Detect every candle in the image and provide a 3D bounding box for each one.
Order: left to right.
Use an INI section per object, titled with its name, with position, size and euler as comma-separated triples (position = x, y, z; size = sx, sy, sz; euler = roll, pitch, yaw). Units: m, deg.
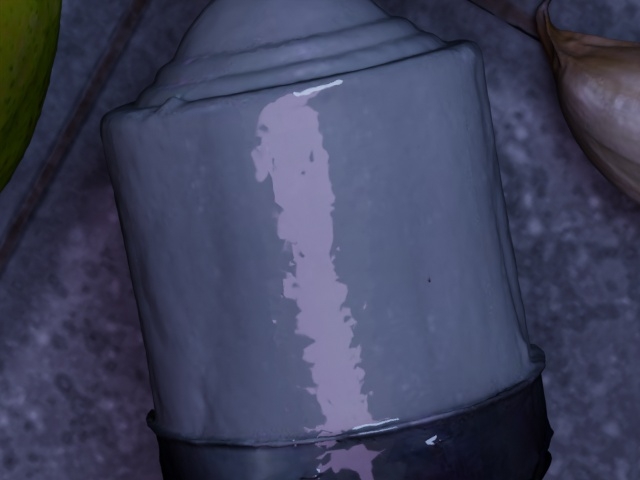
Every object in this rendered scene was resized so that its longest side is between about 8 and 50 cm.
[candle]
position = 0.000, 0.000, 0.998
size = 0.221, 0.221, 0.342
euler = -9, 97, 5

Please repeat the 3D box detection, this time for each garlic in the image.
[garlic]
position = 0.216, -0.063, 1.025
size = 0.206, 0.115, 0.128
euler = 8, 107, 4

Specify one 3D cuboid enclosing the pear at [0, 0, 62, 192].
[pear]
position = -0.324, -0.100, 0.929
size = 0.391, 0.391, 0.391
euler = 1, 101, 3
